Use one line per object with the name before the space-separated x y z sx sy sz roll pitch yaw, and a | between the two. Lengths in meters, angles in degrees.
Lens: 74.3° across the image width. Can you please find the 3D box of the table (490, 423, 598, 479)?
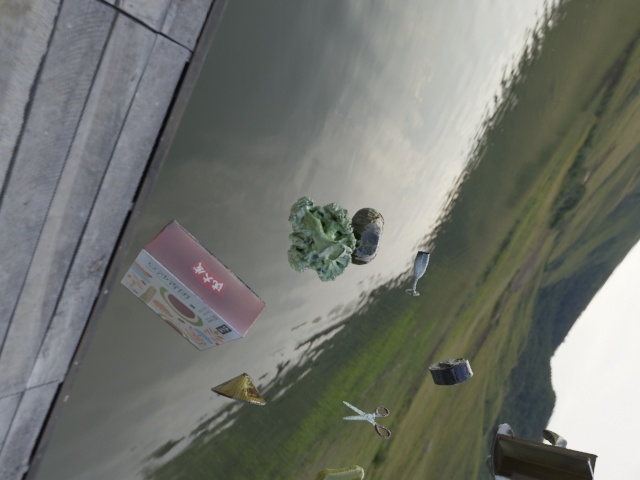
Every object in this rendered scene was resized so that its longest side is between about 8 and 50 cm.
table | 0.593 0.593 1.112 0.167 0.226 0.167 8 79 -45

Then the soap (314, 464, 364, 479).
soap | 0.047 0.619 1.082 0.140 0.045 0.089 4 117 -20

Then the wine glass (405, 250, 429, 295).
wine glass | 0.427 0.141 1.857 0.066 0.066 0.198 -19 124 -57

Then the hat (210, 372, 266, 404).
hat | -0.264 0.486 1.418 0.193 0.193 0.082 53 50 -66

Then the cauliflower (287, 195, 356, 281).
cauliflower | -0.012 0.004 1.492 0.260 0.327 0.281 -27 -173 22

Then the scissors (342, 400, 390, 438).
scissors | 0.207 0.798 1.910 0.017 0.247 0.144 -55 -160 38

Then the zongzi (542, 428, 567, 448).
zongzi | 0.726 0.627 1.335 0.083 0.076 0.040 14 91 -33

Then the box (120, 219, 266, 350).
box | -0.392 0.156 1.254 0.385 0.344 0.122 -30 -161 53

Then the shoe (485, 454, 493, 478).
shoe | 0.765 0.984 1.729 0.103 0.100 0.251 -25 -173 5

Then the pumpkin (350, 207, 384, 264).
pumpkin | 0.171 -0.019 1.849 0.260 0.189 0.260 14 90 -82

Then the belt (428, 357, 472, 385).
belt | 0.543 0.546 1.768 0.151 0.078 0.198 -15 170 -23
